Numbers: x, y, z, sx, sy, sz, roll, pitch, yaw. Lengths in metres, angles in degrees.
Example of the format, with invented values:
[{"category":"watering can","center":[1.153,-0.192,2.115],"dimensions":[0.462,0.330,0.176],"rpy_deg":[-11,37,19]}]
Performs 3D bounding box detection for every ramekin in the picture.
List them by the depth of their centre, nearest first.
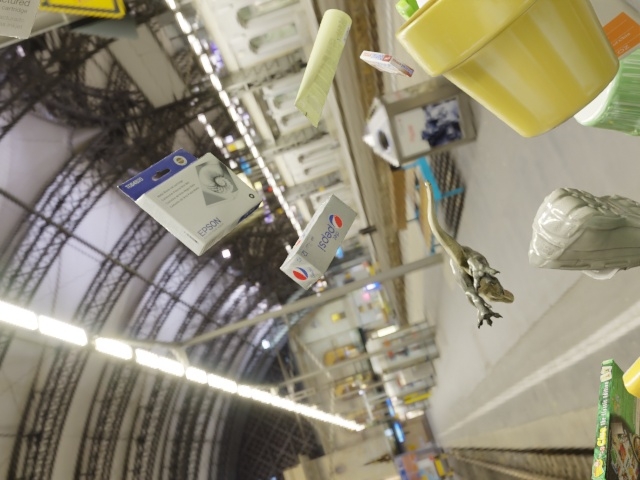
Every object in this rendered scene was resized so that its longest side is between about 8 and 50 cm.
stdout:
[{"category":"ramekin","center":[0.722,-0.408,1.789],"dimensions":[0.303,0.148,0.303],"rpy_deg":[-176,90,-85]}]

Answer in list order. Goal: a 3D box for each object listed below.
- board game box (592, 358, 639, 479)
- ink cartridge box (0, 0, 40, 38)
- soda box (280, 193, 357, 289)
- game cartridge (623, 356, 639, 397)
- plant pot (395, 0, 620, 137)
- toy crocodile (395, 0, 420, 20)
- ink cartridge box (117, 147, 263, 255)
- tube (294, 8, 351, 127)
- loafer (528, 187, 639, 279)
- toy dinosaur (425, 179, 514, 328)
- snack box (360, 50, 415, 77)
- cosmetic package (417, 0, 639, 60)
[{"category":"board game box","center":[0.547,0.356,1.336],"dimensions":[0.136,0.030,0.259],"rpy_deg":[44,-136,-17]},{"category":"ink cartridge box","center":[-0.531,-0.521,1.071],"dimensions":[0.286,0.394,0.166],"rpy_deg":[-5,-133,-47]},{"category":"soda box","center":[0.000,0.000,2.027],"dimensions":[0.098,0.091,0.286],"rpy_deg":[38,-137,-8]},{"category":"game cartridge","center":[0.705,0.181,1.183],"dimensions":[0.323,0.286,0.052],"rpy_deg":[-62,4,29]},{"category":"plant pot","center":[0.274,-0.282,1.029],"dimensions":[0.239,0.254,0.254],"rpy_deg":[47,-173,-11]},{"category":"toy crocodile","center":[0.301,-0.634,2.069],"dimensions":[0.341,0.115,0.105],"rpy_deg":[39,-172,-34]},{"category":"ink cartridge box","center":[-0.265,-0.099,1.538],"dimensions":[0.224,0.045,0.223],"rpy_deg":[38,-139,5]},{"category":"tube","center":[0.002,-0.361,1.525],"dimensions":[0.062,0.070,0.240],"rpy_deg":[153,135,-69]},{"category":"loafer","center":[0.405,-0.002,1.045],"dimensions":[0.112,0.320,0.111],"rpy_deg":[49,123,44]},{"category":"toy dinosaur","center":[0.207,0.042,1.009],"dimensions":[0.268,0.064,0.118],"rpy_deg":[50,-166,-40]},{"category":"snack box","center":[0.152,-0.405,1.690],"dimensions":[0.064,0.022,0.178],"rpy_deg":[28,-174,-24]},{"category":"cosmetic package","center":[0.385,-0.432,1.317],"dimensions":[0.453,0.230,0.161],"rpy_deg":[12,-127,-42]}]
